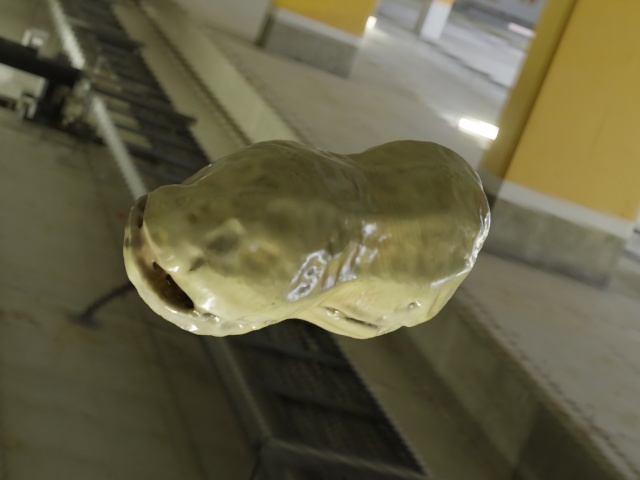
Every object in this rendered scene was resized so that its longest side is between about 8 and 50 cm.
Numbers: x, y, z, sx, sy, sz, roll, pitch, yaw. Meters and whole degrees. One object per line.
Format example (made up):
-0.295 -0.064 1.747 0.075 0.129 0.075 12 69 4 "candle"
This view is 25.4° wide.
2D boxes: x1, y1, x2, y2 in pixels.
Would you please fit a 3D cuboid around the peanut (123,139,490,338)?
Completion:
0.000 0.000 0.883 0.290 0.130 0.130 -2 -154 -45 "peanut"
